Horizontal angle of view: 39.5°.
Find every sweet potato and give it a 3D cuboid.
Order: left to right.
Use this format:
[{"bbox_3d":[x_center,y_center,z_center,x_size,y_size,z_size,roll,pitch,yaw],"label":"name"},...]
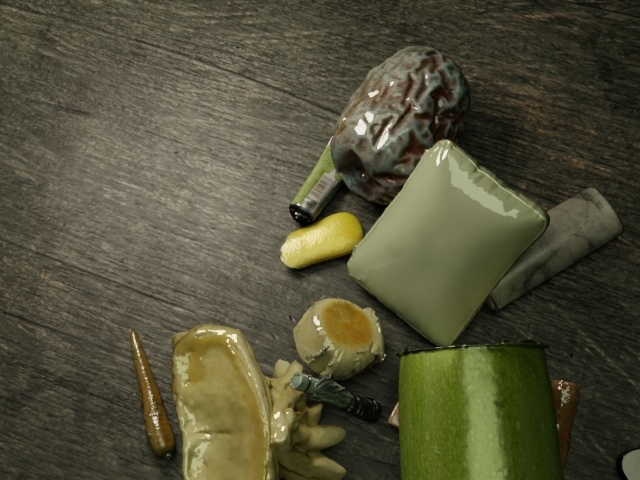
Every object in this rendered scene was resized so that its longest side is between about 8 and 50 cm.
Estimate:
[{"bbox_3d":[0.394,0.383,1.539,0.059,0.067,0.281,9,71,29],"label":"sweet potato"}]

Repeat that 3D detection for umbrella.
[{"bbox_3d":[0.029,0.268,1.554,0.188,0.046,0.050,27,69,-29],"label":"umbrella"}]

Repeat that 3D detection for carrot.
[{"bbox_3d":[-0.311,0.277,1.619,0.049,0.049,0.254,-18,67,-5],"label":"carrot"}]

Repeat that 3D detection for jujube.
[{"bbox_3d":[0.160,-0.224,1.708,0.226,0.226,0.317,30,67,13],"label":"jujube"}]

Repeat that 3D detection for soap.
[{"bbox_3d":[0.000,0.000,1.718,0.168,0.033,0.089,-17,63,-4],"label":"soap"}]

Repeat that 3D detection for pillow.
[{"bbox_3d":[0.219,0.007,1.592,0.255,0.120,0.322,39,113,7],"label":"pillow"}]

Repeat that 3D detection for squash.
[{"bbox_3d":[0.255,0.355,1.435,0.263,0.263,0.384,-2,74,1],"label":"squash"}]

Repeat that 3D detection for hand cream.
[{"bbox_3d":[0.013,-0.122,1.761,0.086,0.055,0.235,29,63,12],"label":"hand cream"}]

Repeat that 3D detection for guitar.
[{"bbox_3d":[0.639,0.344,1.558,0.271,0.038,0.084,-33,73,-10],"label":"guitar"}]

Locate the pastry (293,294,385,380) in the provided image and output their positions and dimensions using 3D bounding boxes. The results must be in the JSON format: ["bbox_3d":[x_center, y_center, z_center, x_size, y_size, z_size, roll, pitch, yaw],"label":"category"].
[{"bbox_3d":[0.033,0.175,1.600,0.166,0.088,0.166,16,48,-19],"label":"pastry"}]

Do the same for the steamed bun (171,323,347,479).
[{"bbox_3d":[-0.104,0.336,1.535,0.247,0.189,0.428,-25,67,19],"label":"steamed bun"}]

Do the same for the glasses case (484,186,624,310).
[{"bbox_3d":[0.421,0.015,1.681,0.299,0.060,0.114,-31,73,-9],"label":"glasses case"}]

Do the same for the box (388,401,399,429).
[{"bbox_3d":[0.179,0.332,1.587,0.115,0.025,0.048,27,74,11],"label":"box"}]
